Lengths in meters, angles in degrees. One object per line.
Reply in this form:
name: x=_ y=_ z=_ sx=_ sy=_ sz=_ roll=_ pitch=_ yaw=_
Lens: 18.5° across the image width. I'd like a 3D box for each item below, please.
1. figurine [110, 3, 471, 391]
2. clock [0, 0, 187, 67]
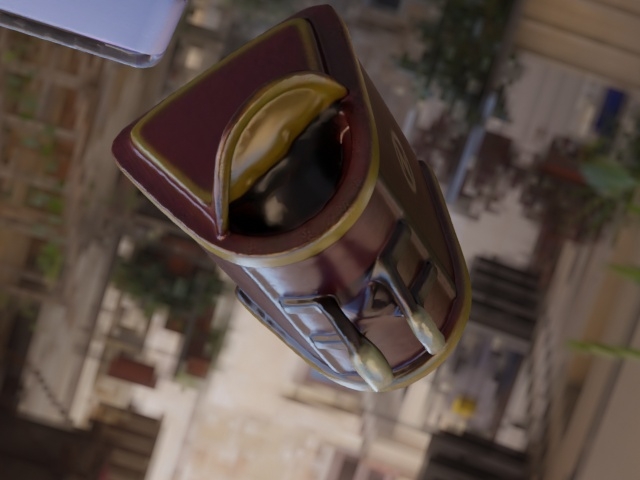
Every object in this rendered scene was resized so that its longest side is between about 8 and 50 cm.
figurine: x=0.000 y=-0.001 z=0.617 sx=0.098 sy=0.082 sz=0.154 roll=60 pitch=-176 yaw=29
clock: x=-0.163 y=-0.193 z=1.118 sx=0.193 sy=0.073 sz=0.145 roll=17 pitch=-132 yaw=-10
